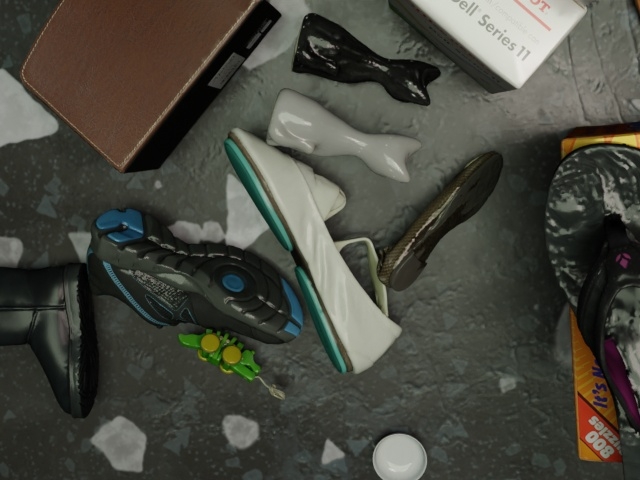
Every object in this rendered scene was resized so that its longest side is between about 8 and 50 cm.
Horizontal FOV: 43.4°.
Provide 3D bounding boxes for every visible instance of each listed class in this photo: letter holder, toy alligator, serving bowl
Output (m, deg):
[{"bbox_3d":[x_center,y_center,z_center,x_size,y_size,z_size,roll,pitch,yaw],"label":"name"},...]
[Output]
[{"bbox_3d":[-0.240,-0.278,1.127,0.214,0.152,0.302,41,100,1],"label":"letter holder"},{"bbox_3d":[-0.127,0.178,1.236,0.189,0.056,0.051,28,60,1],"label":"toy alligator"},{"bbox_3d":[0.122,0.334,1.243,0.083,0.027,0.084,1,99,6],"label":"serving bowl"}]

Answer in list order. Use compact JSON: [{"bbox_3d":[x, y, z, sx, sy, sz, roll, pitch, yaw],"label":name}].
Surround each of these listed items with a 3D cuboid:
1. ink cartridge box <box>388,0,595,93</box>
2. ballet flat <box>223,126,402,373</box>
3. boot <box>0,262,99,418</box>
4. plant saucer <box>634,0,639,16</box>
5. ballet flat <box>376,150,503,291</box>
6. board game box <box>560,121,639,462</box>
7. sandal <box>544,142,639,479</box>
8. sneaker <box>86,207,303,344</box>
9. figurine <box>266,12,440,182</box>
[{"bbox_3d":[0.189,-0.287,0.974,0.207,0.353,0.119,40,100,-1],"label":"ink cartridge box"},{"bbox_3d":[0.000,0.000,1.167,0.139,0.139,0.401,-25,100,9],"label":"ballet flat"},{"bbox_3d":[-0.457,0.154,1.240,0.207,0.094,0.247,-4,92,3],"label":"boot"},{"bbox_3d":[0.523,-0.350,1.069,0.199,0.037,0.200,4,111,9],"label":"plant saucer"},{"bbox_3d":[0.167,-0.035,1.149,0.250,0.084,0.058,-50,51,-2],"label":"ballet flat"},{"bbox_3d":[0.489,0.031,0.957,0.356,0.356,0.357,-3,99,21],"label":"board game box"},{"bbox_3d":[0.338,0.117,0.777,0.167,0.107,0.446,-17,93,22],"label":"sandal"},{"bbox_3d":[-0.189,0.074,1.209,0.340,0.125,0.140,26,126,0],"label":"sneaker"},{"bbox_3d":[0.049,-0.188,1.104,0.209,0.092,0.215,17,64,-3],"label":"figurine"}]
